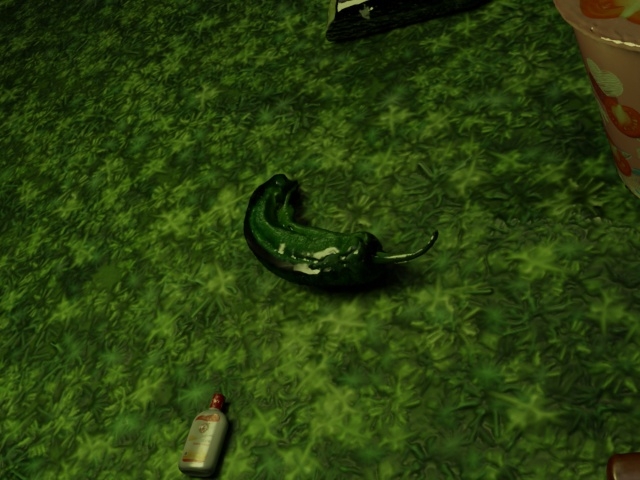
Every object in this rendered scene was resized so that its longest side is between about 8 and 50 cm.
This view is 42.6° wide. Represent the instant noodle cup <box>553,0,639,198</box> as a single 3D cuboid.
[{"bbox_3d":[0.346,-0.164,0.732,0.243,0.231,0.243,-14,46,16],"label":"instant noodle cup"}]

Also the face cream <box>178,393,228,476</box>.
[{"bbox_3d":[-0.112,0.191,0.811,0.040,0.021,0.083,-3,50,24],"label":"face cream"}]

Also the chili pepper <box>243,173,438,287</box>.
[{"bbox_3d":[0.000,0.000,0.889,0.122,0.065,0.279,-49,43,-12],"label":"chili pepper"}]

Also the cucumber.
[{"bbox_3d":[0.117,-0.331,1.115,0.241,0.074,0.074,-9,49,19],"label":"cucumber"}]

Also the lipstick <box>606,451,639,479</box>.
[{"bbox_3d":[0.351,0.158,0.554,0.300,0.081,0.081,-11,48,18],"label":"lipstick"}]
